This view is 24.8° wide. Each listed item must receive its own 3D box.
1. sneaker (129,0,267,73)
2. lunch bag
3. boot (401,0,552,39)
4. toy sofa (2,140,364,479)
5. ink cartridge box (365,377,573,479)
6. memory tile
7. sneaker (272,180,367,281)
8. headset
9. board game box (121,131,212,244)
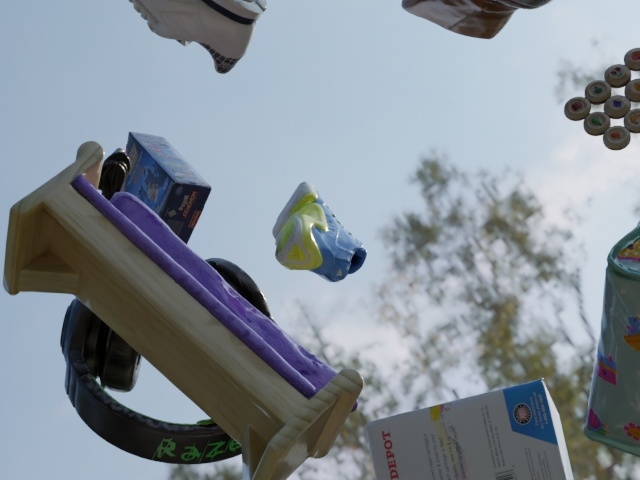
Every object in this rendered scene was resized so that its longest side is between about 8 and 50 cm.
[{"bbox_3d":[-0.174,-0.273,1.565,0.090,0.235,0.095,-41,-17,-56],"label":"sneaker"},{"bbox_3d":[0.384,0.100,1.278,0.160,0.262,0.223,-47,-34,-44],"label":"lunch bag"},{"bbox_3d":[0.161,-0.352,1.902,0.264,0.096,0.280,11,-5,-13],"label":"boot"},{"bbox_3d":[-0.122,0.068,1.404,0.177,0.362,0.150,-41,-16,-32],"label":"toy sofa"},{"bbox_3d":[0.196,0.300,1.837,0.232,0.171,0.168,-14,-23,10],"label":"ink cartridge box"},{"bbox_3d":[0.408,-0.190,1.937,0.148,0.113,0.012,-39,-34,-9],"label":"memory tile"},{"bbox_3d":[0.000,0.000,2.099,0.126,0.240,0.091,30,-67,-9],"label":"sneaker"},{"bbox_3d":[-0.178,0.072,1.620,0.243,0.394,0.185,-7,-50,-25],"label":"headset"},{"bbox_3d":[-0.240,-0.057,2.071,0.060,0.194,0.194,9,-56,-30],"label":"board game box"}]
